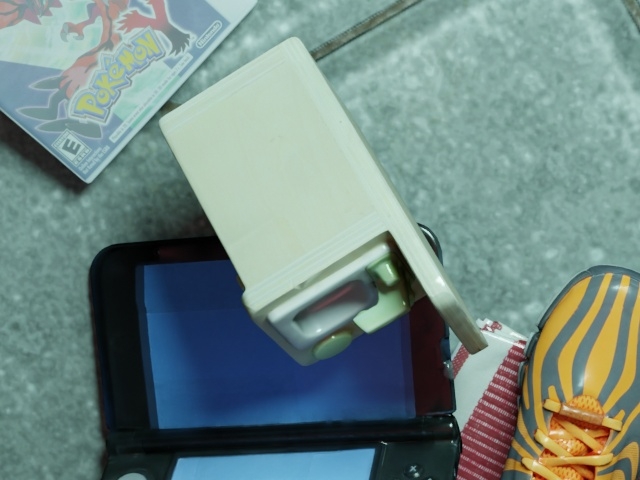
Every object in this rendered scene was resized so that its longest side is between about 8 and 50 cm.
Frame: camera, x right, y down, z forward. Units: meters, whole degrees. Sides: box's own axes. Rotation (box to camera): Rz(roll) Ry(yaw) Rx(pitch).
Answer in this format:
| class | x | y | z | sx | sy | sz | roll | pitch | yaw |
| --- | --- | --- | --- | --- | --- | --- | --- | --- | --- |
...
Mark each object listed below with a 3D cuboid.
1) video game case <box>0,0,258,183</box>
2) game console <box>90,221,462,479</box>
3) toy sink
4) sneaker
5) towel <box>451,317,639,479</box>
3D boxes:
| class | x | y | z | sx | sy | sz | roll | pitch | yaw |
| --- | --- | --- | --- | --- | --- | --- | --- | --- | --- |
| video game case | -0.182 | -0.174 | 1.422 | 0.183 | 0.023 | 0.201 | 41 | 101 | -13 |
| game console | -0.052 | 0.134 | 1.398 | 0.293 | 0.250 | 0.173 | -5 | 126 | 16 |
| toy sink | 0.000 | 0.000 | 1.334 | 0.131 | 0.153 | 0.234 | -32 | 67 | 4 |
| sneaker | 0.185 | 0.184 | 1.344 | 0.125 | 0.180 | 0.321 | 14 | 104 | 7 |
| towel | 0.212 | 0.234 | 1.462 | 0.329 | 0.037 | 0.237 | 29 | 105 | 3 |
